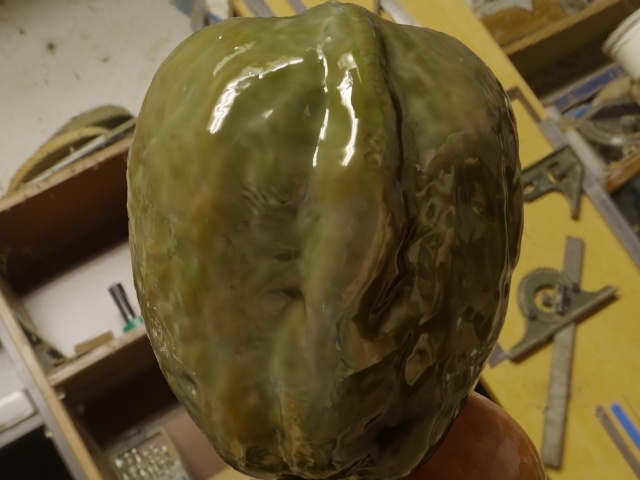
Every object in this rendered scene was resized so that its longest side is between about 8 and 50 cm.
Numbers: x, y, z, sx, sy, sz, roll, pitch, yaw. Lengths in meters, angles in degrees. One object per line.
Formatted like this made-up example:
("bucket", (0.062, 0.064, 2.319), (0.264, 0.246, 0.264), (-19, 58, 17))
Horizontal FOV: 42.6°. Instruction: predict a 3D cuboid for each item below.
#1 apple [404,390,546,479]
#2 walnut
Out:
("apple", (0.057, 0.212, 0.623), (0.210, 0.173, 0.235), (-48, -4, 41))
("walnut", (0.000, 0.000, 0.489), (0.227, 0.283, 0.283), (2, -21, -14))
